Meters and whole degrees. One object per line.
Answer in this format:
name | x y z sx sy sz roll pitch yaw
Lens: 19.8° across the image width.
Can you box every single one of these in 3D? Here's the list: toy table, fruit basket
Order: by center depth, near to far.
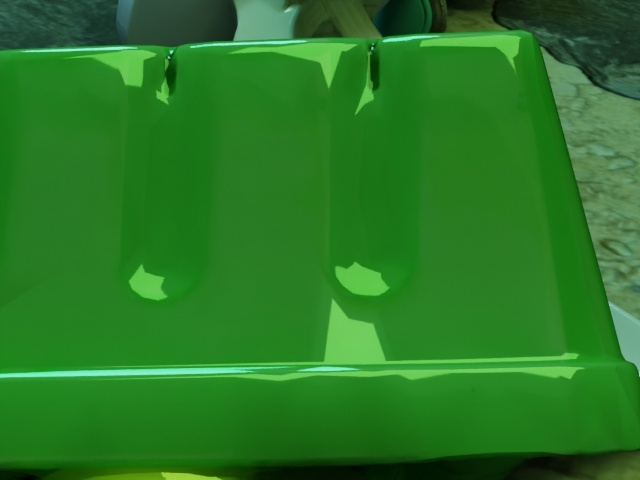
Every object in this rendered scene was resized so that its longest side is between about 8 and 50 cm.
fruit basket | -0.049 0.105 0.759 0.392 0.392 0.283 11 -3 6
toy table | 0.001 -0.182 1.336 0.274 0.252 0.161 -45 39 -1

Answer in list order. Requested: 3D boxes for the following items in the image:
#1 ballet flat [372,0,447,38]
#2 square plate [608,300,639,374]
ballet flat | -0.021 -0.227 1.542 0.316 0.107 0.106 21 17 22
square plate | -0.015 0.053 1.067 0.344 0.049 0.347 -15 36 -38
